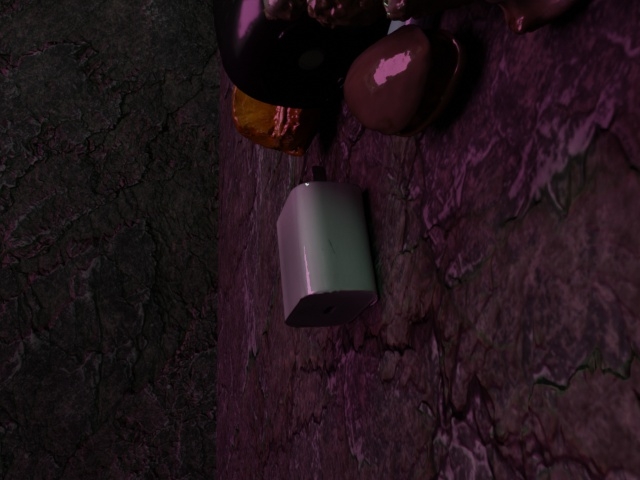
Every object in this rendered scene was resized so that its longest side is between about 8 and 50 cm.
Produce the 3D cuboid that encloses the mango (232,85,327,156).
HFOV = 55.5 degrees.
[{"bbox_3d":[-0.066,-0.342,1.147,0.199,0.201,0.349,14,95,49],"label":"mango"}]

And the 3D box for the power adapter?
[{"bbox_3d":[0.000,0.000,1.010,0.187,0.124,0.255,125,142,-61],"label":"power adapter"}]

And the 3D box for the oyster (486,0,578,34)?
[{"bbox_3d":[0.183,-0.233,0.384,0.337,0.133,0.197,131,152,-75],"label":"oyster"}]

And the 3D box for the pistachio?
[{"bbox_3d":[0.094,-0.186,0.709,0.185,0.125,0.124,153,117,-62],"label":"pistachio"}]

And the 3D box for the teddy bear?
[{"bbox_3d":[0.084,-0.300,0.609,0.267,0.156,0.256,-52,25,1],"label":"teddy bear"}]

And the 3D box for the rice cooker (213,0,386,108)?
[{"bbox_3d":[-0.032,-0.337,0.924,0.267,0.267,0.224,112,145,-51],"label":"rice cooker"}]

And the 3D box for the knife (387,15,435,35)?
[{"bbox_3d":[0.149,-0.339,0.689,0.331,0.044,0.080,112,153,-43],"label":"knife"}]
